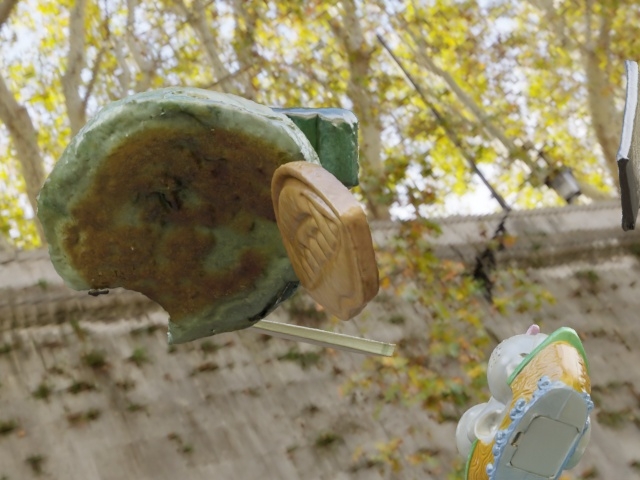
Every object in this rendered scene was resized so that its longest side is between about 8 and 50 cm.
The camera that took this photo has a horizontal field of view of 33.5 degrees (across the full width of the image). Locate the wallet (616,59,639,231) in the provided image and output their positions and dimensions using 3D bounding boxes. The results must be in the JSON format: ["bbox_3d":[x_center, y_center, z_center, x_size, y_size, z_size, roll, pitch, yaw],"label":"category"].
[{"bbox_3d":[0.499,-0.159,1.708,0.030,0.285,0.146,-4,-50,25],"label":"wallet"}]

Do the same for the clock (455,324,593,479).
[{"bbox_3d":[0.214,0.188,1.138,0.103,0.144,0.231,21,-72,-12],"label":"clock"}]

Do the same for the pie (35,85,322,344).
[{"bbox_3d":[-0.131,-0.021,1.059,0.303,0.067,0.302,-1,-56,-1],"label":"pie"}]

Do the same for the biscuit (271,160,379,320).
[{"bbox_3d":[0.000,0.000,0.915,0.029,0.141,0.220,-27,-7,-15],"label":"biscuit"}]

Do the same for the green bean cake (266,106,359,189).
[{"bbox_3d":[-0.107,-0.136,1.793,0.308,0.300,0.169,-3,-87,-13],"label":"green bean cake"}]

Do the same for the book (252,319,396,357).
[{"bbox_3d":[-0.041,0.165,1.870,0.283,0.215,0.025,14,-98,-29],"label":"book"}]
